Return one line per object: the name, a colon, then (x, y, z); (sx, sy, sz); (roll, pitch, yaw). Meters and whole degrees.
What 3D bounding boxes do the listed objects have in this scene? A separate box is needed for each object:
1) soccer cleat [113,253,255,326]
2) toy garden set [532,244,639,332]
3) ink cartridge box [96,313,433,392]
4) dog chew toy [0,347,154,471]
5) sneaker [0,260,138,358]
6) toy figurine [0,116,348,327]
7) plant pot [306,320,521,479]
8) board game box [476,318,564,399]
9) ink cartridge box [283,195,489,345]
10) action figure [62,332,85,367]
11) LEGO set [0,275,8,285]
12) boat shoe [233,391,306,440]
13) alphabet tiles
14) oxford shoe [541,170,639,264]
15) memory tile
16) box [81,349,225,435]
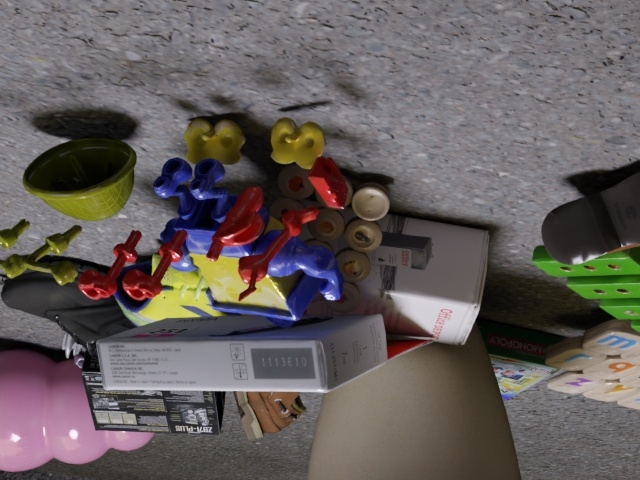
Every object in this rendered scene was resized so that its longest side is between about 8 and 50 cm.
soccer cleat: (-0.138, 0.055, 1.648); (0.289, 0.093, 0.121); (-11, 137, 42)
toy garden set: (0.363, 0.038, 1.396); (0.204, 0.049, 0.244); (-4, 157, 41)
ink cartridge box: (-0.053, 0.106, 1.472); (0.275, 0.060, 0.239); (-3, -172, 31)
dog chew toy: (-0.424, 0.285, 2.341); (0.332, 0.206, 0.206); (1, 161, 3)
sneaker: (-0.280, 0.104, 1.810); (0.286, 0.130, 0.109); (8, 164, 10)
toy figurine: (-0.109, 0.028, 1.302); (0.363, 0.191, 0.217); (2, 144, 35)
plant pot: (0.105, 0.192, 1.603); (0.257, 0.274, 0.256); (0, 165, 0)
board game box: (0.129, 0.136, 1.818); (0.317, 0.046, 0.213); (12, 161, -7)
ink cartridge box: (0.059, 0.035, 1.475); (0.218, 0.092, 0.158); (11, 162, 2)
action figure: (-0.276, 0.164, 2.046); (0.185, 0.099, 0.285); (19, 158, 2)
LEGO set: (-0.416, 0.063, 1.941); (0.054, 0.023, 0.083); (2, 174, 30)
boat shoe: (-0.083, 0.191, 2.038); (0.104, 0.110, 0.307); (-17, 155, -5)
alphabet tiles: (0.419, 0.148, 1.683); (0.284, 0.021, 0.278); (15, 153, -25)
oxford shoe: (0.298, -0.030, 1.219); (0.212, 0.076, 0.076); (-12, -178, 44)
memory tile: (0.000, 0.000, 1.364); (0.113, 0.012, 0.148); (16, 118, -1)
box: (-0.227, 0.196, 1.935); (0.180, 0.077, 0.147); (1, 140, 3)
